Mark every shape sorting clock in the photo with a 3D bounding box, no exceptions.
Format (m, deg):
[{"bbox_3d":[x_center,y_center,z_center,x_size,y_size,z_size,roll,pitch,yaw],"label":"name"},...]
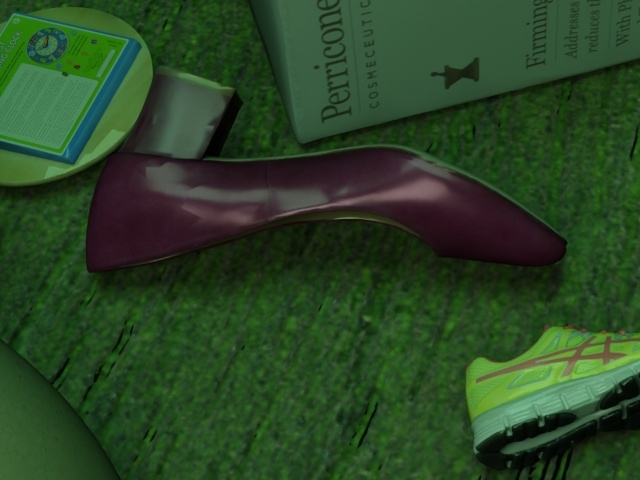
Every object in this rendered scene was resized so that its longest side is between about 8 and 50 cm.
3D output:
[{"bbox_3d":[-0.248,-0.130,1.468,0.206,0.040,0.206,-4,55,5],"label":"shape sorting clock"}]

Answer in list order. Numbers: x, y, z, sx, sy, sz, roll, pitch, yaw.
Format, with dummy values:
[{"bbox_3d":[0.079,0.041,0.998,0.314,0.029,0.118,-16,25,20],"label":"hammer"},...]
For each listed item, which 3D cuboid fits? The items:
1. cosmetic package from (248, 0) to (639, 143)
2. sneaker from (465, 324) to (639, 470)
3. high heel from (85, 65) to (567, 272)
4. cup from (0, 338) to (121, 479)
[{"bbox_3d":[0.113,-0.343,1.415,0.393,0.329,0.327,-15,53,-5],"label":"cosmetic package"},{"bbox_3d":[0.202,0.093,1.222,0.208,0.081,0.094,-15,50,-6],"label":"sneaker"},{"bbox_3d":[0.000,0.000,1.328,0.377,0.127,0.181,20,85,15],"label":"high heel"},{"bbox_3d":[-0.310,0.159,1.088,0.331,0.237,0.331,-7,41,6],"label":"cup"}]
